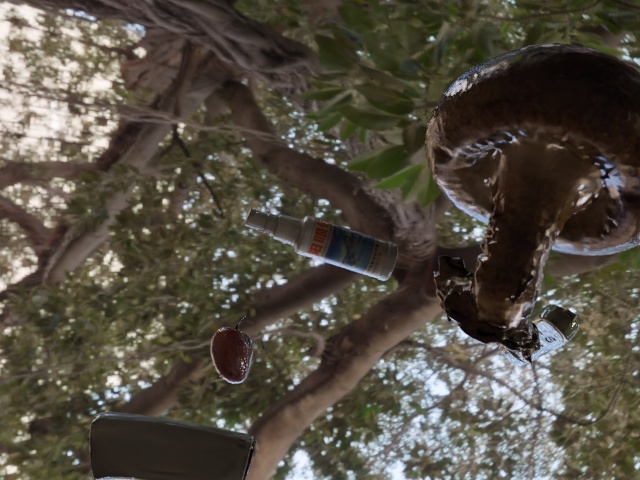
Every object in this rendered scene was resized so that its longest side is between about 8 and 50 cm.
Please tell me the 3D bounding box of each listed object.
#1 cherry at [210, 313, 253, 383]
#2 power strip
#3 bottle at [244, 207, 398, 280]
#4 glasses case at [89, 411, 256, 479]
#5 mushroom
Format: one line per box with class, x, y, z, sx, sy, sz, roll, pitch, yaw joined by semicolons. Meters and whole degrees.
cherry;-0.189;0.235;1.542;0.087;0.106;0.126;-9;-138;22
power strip;0.418;0.185;1.417;0.080;0.286;0.048;43;-109;8
bottle;0.000;0.000;1.036;0.217;0.060;0.060;17;-77;-5
glasses case;-0.282;0.408;1.398;0.308;0.083;0.128;10;-92;-1
mushroom;0.278;-0.080;0.986;0.331;0.356;0.334;43;-25;19
